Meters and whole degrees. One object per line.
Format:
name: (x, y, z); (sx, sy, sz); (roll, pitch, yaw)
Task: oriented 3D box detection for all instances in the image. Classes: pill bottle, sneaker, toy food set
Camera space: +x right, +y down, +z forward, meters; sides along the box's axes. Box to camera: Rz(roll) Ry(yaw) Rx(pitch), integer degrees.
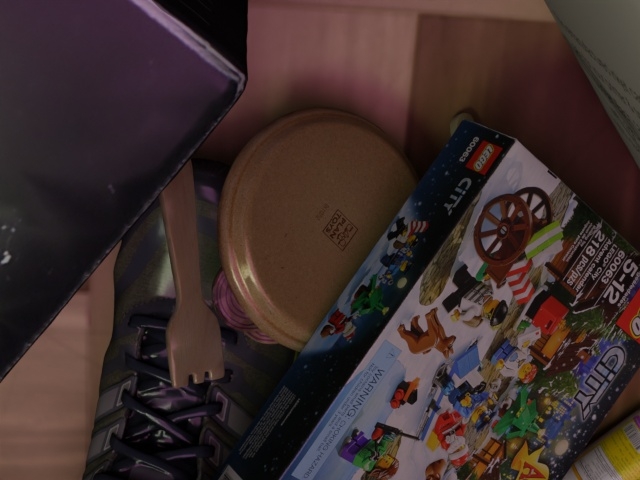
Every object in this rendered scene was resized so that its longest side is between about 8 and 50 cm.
pill bottle: (0.171, 0.137, 0.731); (0.083, 0.043, 0.043); (-40, 110, 14)
sneaker: (-0.072, 0.107, 0.645); (0.111, 0.121, 0.299); (6, 103, 4)
toy food set: (0.000, 0.000, 0.628); (0.192, 0.038, 0.132); (-7, 92, -32)

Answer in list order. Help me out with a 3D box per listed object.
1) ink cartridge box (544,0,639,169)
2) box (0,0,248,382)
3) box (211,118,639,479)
ink cartridge box: (0.219, -0.062, 0.515); (0.166, 0.285, 0.395); (-32, 112, 9)
box: (-0.196, -0.034, 0.490); (0.179, 0.312, 0.343); (37, 107, -18)
box: (0.065, 0.079, 0.622); (0.159, 0.044, 0.233); (36, 88, -34)
